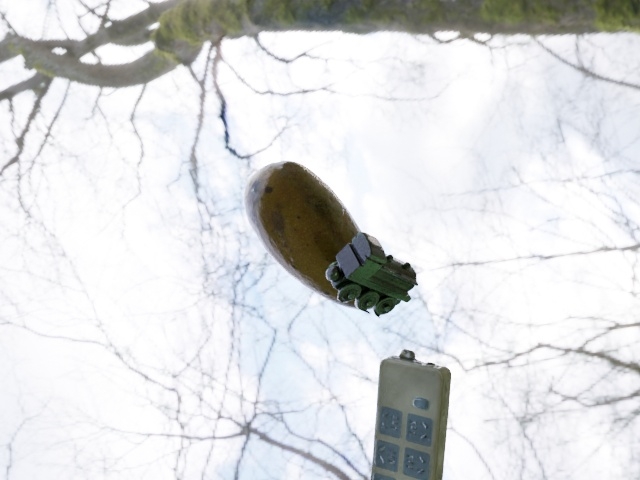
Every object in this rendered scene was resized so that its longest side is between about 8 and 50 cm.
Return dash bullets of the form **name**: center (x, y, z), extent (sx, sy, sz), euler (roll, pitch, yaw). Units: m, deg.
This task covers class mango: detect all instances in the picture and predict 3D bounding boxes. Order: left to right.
- **mango**: center (-0.006, 0.003, 1.496), extent (0.176, 0.175, 0.329), euler (-41, -78, -37)

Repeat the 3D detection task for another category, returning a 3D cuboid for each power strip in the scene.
- **power strip**: center (0.101, 0.221, 0.944), extent (0.035, 0.081, 0.192), euler (-5, -79, -54)

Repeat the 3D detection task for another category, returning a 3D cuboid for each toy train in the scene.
- **toy train**: center (0.086, 0.058, 1.342), extent (0.170, 0.111, 0.071), euler (24, -149, -43)
